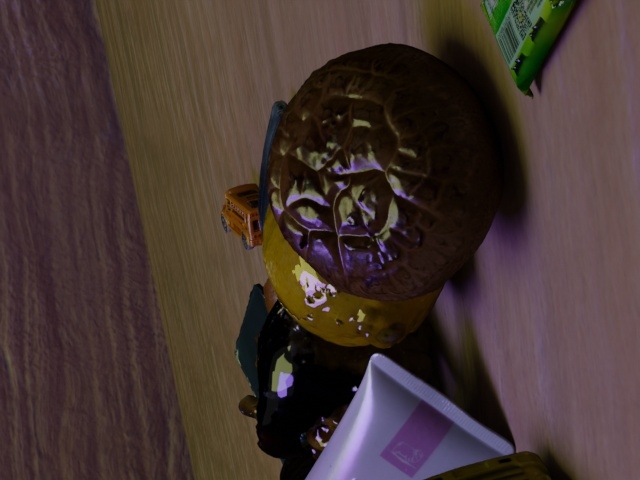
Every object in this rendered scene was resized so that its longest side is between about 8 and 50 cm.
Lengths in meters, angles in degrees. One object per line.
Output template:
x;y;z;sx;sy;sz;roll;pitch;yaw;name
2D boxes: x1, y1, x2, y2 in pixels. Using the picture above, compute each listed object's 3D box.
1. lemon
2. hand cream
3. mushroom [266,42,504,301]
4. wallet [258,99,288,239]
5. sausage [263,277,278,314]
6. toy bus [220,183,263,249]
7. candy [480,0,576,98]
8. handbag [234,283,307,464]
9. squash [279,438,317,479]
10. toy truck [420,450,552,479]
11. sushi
0.038;0.007;1.795;0.204;0.204;0.260;91;163;-49;lemon
0.062;0.281;1.894;0.185;0.118;0.358;36;133;3;hand cream
0.062;-0.066;1.607;0.253;0.153;0.253;0;90;34;mushroom
0.000;0.000;2.195;0.342;0.075;0.237;-117;24;-45;wallet
0.000;0.153;2.298;0.109;0.109;0.270;90;160;-47;sausage
-0.105;-0.041;2.547;0.162;0.070;0.074;-142;39;-64;toy bus
0.174;-0.200;1.392;0.178;0.032;0.102;108;147;-68;candy
-0.041;0.204;2.535;0.326;0.089;0.238;114;138;-67;handbag
0.019;0.369;2.356;0.193;0.156;0.193;-4;-90;-82;squash
0.200;0.435;1.683;0.254;0.181;0.405;-131;28;-63;toy truck
0.014;0.153;1.959;0.204;0.200;0.213;-47;22;56;sushi
